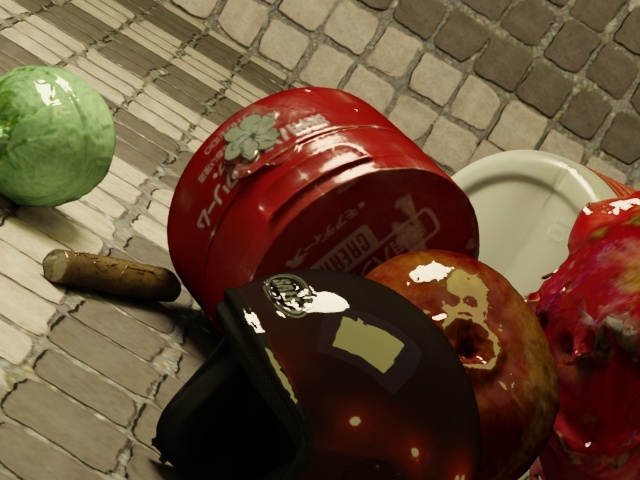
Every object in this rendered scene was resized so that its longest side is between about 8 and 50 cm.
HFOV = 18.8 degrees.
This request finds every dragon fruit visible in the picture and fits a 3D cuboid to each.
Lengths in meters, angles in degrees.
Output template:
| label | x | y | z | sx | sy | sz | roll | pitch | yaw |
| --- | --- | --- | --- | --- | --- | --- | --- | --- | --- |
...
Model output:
| label | x | y | z | sx | sy | sz | roll | pitch | yaw |
| --- | --- | --- | --- | --- | --- | --- | --- | --- | --- |
| dragon fruit | 0.293 | 0.097 | 1.535 | 0.249 | 0.371 | 0.386 | 34 | -1 | -31 |

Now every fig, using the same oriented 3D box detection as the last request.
| label | x | y | z | sx | sy | sz | roll | pitch | yaw |
| --- | --- | --- | --- | --- | --- | --- | --- | --- | --- |
| fig | 0.074 | 0.107 | 1.439 | 0.205 | 0.205 | 0.205 | 31 | 11 | -6 |

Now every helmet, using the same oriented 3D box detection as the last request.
| label | x | y | z | sx | sy | sz | roll | pitch | yaw |
| --- | --- | --- | --- | --- | --- | --- | --- | --- | --- |
| helmet | 0.001 | 0.120 | 1.167 | 0.189 | 0.193 | 0.216 | -125 | -163 | -63 |

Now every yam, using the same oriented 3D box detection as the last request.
| label | x | y | z | sx | sy | sz | roll | pitch | yaw |
| --- | --- | --- | --- | --- | --- | --- | --- | --- | --- |
| yam | -0.159 | 0.028 | 1.504 | 0.032 | 0.032 | 0.145 | 38 | 13 | 31 |

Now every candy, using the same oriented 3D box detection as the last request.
| label | x | y | z | sx | sy | sz | roll | pitch | yaw |
| --- | --- | --- | --- | --- | --- | --- | --- | --- | --- |
| candy | -0.300 | -0.078 | 1.449 | 0.119 | 0.119 | 0.440 | 36 | 18 | 22 |

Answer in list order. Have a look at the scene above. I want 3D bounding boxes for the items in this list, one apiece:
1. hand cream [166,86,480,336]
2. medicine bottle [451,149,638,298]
| label | x | y | z | sx | sy | sz | roll | pitch | yaw |
| --- | --- | --- | --- | --- | --- | --- | --- | --- | --- |
| hand cream | 0.000 | 0.000 | 1.551 | 0.230 | 0.230 | 0.149 | 23 | 17 | -40 |
| medicine bottle | 0.238 | 0.055 | 1.900 | 0.252 | 0.252 | 0.241 | 40 | 13 | 36 |
